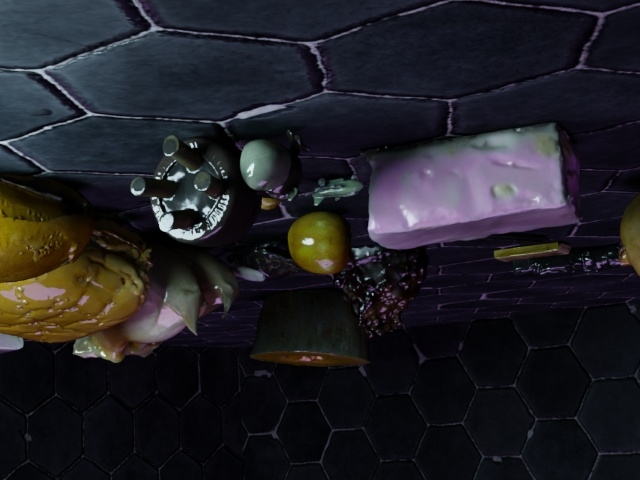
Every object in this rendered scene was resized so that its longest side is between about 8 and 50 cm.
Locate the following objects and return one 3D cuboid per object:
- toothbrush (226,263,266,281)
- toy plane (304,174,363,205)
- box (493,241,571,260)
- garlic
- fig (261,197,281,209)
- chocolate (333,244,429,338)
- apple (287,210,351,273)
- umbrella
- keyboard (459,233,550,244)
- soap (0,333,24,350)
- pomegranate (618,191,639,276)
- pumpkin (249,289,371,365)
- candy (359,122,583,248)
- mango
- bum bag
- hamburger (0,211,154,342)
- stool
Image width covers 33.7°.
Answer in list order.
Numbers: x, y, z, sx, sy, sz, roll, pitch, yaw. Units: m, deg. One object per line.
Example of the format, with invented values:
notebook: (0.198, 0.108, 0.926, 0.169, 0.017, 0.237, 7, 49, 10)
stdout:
toothbrush: (-0.166, 0.059, 1.994, 0.029, 0.025, 0.307, -38, -163, -18)
toy plane: (0.021, -0.073, 1.477, 0.083, 0.033, 0.080, -15, 166, 20)
box: (0.448, 0.024, 2.227, 0.149, 0.020, 0.073, -9, 168, 30)
garlic: (-0.292, 0.106, 1.900, 0.286, 0.249, 0.313, 22, 141, -30)
fig: (-0.084, -0.069, 1.437, 0.050, 0.050, 0.083, 3, -174, -34)
chocolate: (0.123, 0.110, 2.159, 0.224, 0.177, 0.206, 1, 170, -31)
apple: (0.000, 0.000, 1.707, 0.102, 0.099, 0.114, 2, -164, 6)
umbrella: (0.538, 0.050, 2.305, 0.235, 0.059, 0.066, -8, 152, 18)
keyboard: (0.355, -0.001, 2.063, 0.196, 0.015, 0.074, 3, 169, -33)
soap: (-0.605, 0.106, 1.838, 0.138, 0.182, 0.199, 7, 168, -34)
pomegranate: (0.550, -0.010, 1.615, 0.191, 0.191, 0.191, -3, 170, -1)
pumpkin: (-0.020, 0.231, 2.829, 0.332, 0.199, 0.332, 2, 165, 1)
candy: (0.195, -0.066, 1.347, 0.265, 0.116, 0.155, -9, 166, 18)
mango: (-0.407, -0.019, 1.375, 0.156, 0.151, 0.248, 28, -163, 34)
bum bag: (-0.101, 0.041, 1.986, 0.102, 0.069, 0.248, 1, 169, -25)
hamburger: (-0.427, 0.054, 1.636, 0.318, 0.158, 0.318, -6, 158, -2)
stool: (-0.116, -0.066, 1.220, 0.217, 0.125, 0.121, -17, 164, 21)
